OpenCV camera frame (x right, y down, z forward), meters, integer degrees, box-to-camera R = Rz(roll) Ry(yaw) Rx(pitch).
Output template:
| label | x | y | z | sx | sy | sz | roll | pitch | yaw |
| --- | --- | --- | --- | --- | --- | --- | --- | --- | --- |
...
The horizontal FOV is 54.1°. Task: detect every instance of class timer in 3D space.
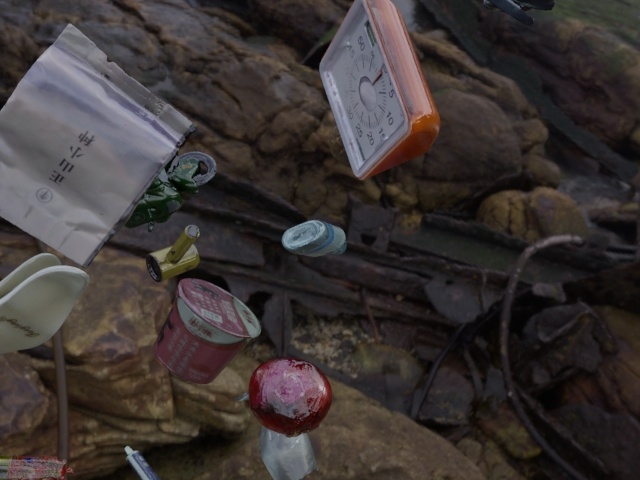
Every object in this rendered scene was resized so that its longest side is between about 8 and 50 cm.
| label | x | y | z | sx | sy | sz | roll | pitch | yaw |
| --- | --- | --- | --- | --- | --- | --- | --- | --- | --- |
| timer | 0.113 | -0.274 | 1.117 | 0.162 | 0.250 | 0.257 | -17 | 80 | -6 |

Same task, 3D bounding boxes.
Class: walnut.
| label | x | y | z | sx | sy | sz | roll | pitch | yaw |
| --- | --- | --- | --- | --- | --- | --- | --- | --- | --- |
| walnut | 0.118 | -0.284 | 1.755 | 0.178 | 0.231 | 0.177 | 10 | 73 | -35 |

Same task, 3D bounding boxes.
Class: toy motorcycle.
| label | x | y | z | sx | sy | sz | roll | pitch | yaw |
| --- | --- | --- | --- | --- | --- | --- | --- | --- | --- |
| toy motorcycle | -0.332 | -0.119 | 1.082 | 0.275 | 0.124 | 0.187 | 22 | 57 | 13 |

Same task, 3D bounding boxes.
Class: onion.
| label | x | y | z | sx | sy | sz | roll | pitch | yaw |
| --- | --- | --- | --- | --- | --- | --- | --- | --- | --- |
| onion | -0.045 | 0.235 | 0.953 | 0.131 | 0.131 | 0.131 | 9 | 43 | -9 |

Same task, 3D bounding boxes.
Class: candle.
| label | x | y | z | sx | sy | sz | roll | pitch | yaw |
| --- | --- | --- | --- | --- | --- | --- | --- | --- | --- |
| candle | -0.490 | 0.394 | 1.067 | 0.131 | 0.052 | 0.052 | 10 | 42 | -21 |

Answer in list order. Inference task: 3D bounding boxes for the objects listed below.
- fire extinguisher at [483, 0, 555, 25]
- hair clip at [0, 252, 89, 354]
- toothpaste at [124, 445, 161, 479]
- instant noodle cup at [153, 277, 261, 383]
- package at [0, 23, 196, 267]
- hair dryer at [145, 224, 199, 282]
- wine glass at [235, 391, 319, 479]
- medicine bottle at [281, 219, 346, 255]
| label | x | y | z | sx | sy | sz | roll | pitch | yaw |
| --- | --- | --- | --- | --- | --- | --- | --- | --- | --- |
| fire extinguisher | 0.132 | -0.173 | 0.368 | 0.064 | 0.043 | 0.158 | 33 | 56 | 21 |
| hair clip | -0.601 | 0.135 | 1.265 | 0.282 | 0.172 | 0.113 | -43 | 52 | -9 |
| toothpaste | -0.246 | 0.351 | 0.915 | 0.140 | 0.021 | 0.037 | 39 | 8 | 28 |
| instant noodle cup | -0.292 | 0.230 | 1.559 | 0.235 | 0.178 | 0.234 | 33 | 13 | -8 |
| package | -0.314 | -0.114 | 0.816 | 0.204 | 0.250 | 0.062 | 38 | 5 | -20 |
| hair dryer | -0.389 | 0.025 | 1.772 | 0.135 | 0.279 | 0.090 | -21 | 79 | -35 |
| wine glass | -0.102 | 0.465 | 1.517 | 0.127 | 0.126 | 0.241 | -22 | 82 | -34 |
| medicine bottle | 0.000 | 0.000 | 1.235 | 0.208 | 0.090 | 0.053 | 14 | 55 | -69 |
